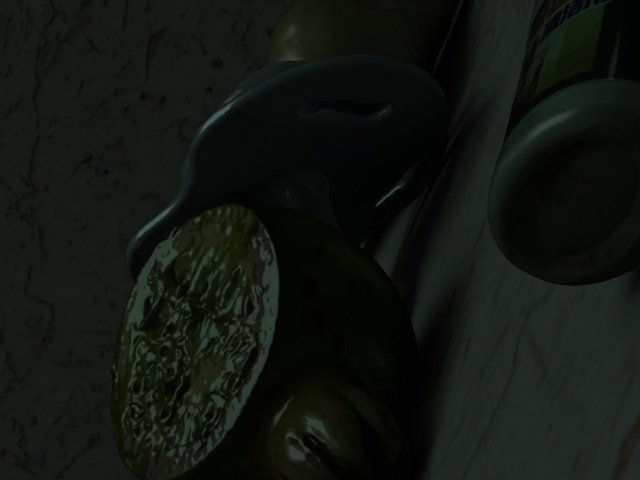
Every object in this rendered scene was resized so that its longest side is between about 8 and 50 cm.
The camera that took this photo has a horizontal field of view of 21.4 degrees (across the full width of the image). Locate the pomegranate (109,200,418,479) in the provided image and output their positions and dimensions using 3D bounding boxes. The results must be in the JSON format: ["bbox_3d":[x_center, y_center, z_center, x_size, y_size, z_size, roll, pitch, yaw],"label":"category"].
[{"bbox_3d":[-0.008,0.080,1.032,0.241,0.159,0.189,-9,65,53],"label":"pomegranate"}]

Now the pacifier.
[{"bbox_3d":[0.000,0.000,1.253,0.299,0.244,0.233,-53,45,45],"label":"pacifier"}]

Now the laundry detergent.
[{"bbox_3d":[0.121,-0.093,0.670,0.099,0.070,0.225,102,-175,-51],"label":"laundry detergent"}]

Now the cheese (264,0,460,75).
[{"bbox_3d":[0.007,-0.089,1.539,0.351,0.130,0.328,-57,-10,-62],"label":"cheese"}]
